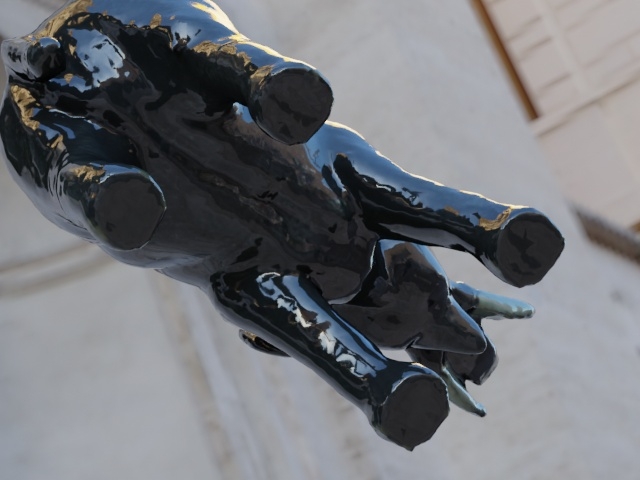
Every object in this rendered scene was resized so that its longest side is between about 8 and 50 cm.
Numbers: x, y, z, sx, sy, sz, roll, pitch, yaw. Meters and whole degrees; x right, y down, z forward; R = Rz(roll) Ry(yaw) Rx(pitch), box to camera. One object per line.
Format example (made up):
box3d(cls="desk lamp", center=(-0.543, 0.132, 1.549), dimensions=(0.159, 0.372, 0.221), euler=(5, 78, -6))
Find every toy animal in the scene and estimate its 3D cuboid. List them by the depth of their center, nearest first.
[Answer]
box3d(cls="toy animal", center=(0.007, 0.004, 0.590), dimensions=(0.269, 0.137, 0.082), euler=(34, -92, -39))
